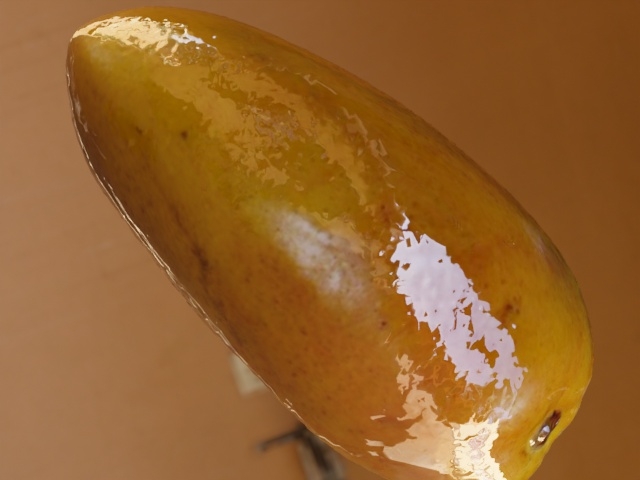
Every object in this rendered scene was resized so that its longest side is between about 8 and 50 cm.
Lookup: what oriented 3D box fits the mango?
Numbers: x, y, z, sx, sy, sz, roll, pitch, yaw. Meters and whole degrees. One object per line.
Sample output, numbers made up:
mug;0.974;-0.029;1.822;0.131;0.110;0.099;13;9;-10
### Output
mango;0.004;-0.005;0.634;0.217;0.102;0.141;39;16;-7
